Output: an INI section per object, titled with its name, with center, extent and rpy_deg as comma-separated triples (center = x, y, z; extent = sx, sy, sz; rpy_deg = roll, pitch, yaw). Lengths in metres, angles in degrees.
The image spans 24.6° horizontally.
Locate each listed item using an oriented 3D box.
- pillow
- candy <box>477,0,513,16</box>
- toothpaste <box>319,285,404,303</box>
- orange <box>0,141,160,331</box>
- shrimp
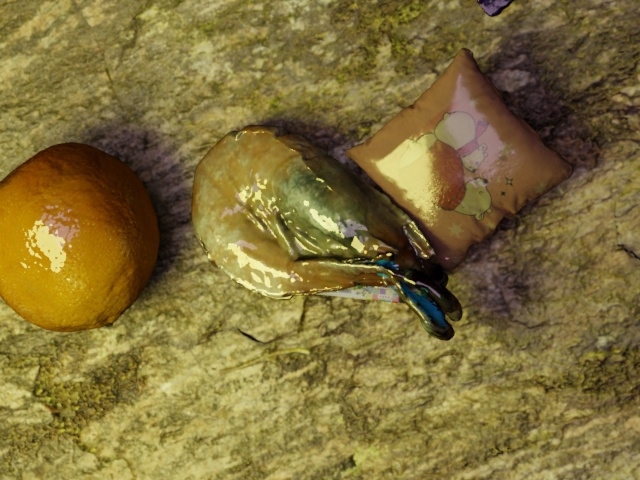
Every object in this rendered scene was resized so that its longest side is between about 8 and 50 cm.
[pillow]
center = 0.181, -0.105, 1.960
extent = 0.236, 0.084, 0.223
rpy_deg = -39, 88, 19
[candy]
center = 0.190, -0.435, 1.957
extent = 0.145, 0.070, 0.275
rpy_deg = -43, 78, 6
[toothpaste]
center = 0.038, 0.060, 2.040
extent = 0.164, 0.034, 0.046
rpy_deg = 5, 91, 17
[orange]
center = -0.346, 0.001, 2.047
extent = 0.264, 0.264, 0.264
rpy_deg = 1, 93, 17
[shrimp]
center = 0.000, 0.000, 1.993
extent = 0.445, 0.110, 0.221
rpy_deg = 31, 92, 24
